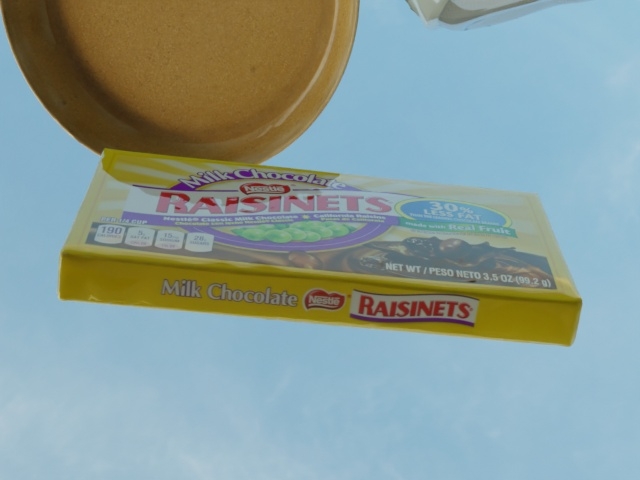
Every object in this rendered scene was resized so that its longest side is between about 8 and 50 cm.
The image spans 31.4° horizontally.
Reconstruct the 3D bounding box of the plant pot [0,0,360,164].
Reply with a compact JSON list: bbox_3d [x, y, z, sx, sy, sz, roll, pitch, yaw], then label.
[{"bbox_3d":[-0.087,-0.155,0.707,0.236,0.032,0.236,5,-72,15],"label":"plant pot"}]

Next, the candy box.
[{"bbox_3d":[0.000,0.000,0.489,0.206,0.105,0.027,5,-65,-3],"label":"candy box"}]

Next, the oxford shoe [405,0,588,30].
[{"bbox_3d":[0.236,-0.118,0.285,0.450,0.169,0.130,-15,-83,16],"label":"oxford shoe"}]
